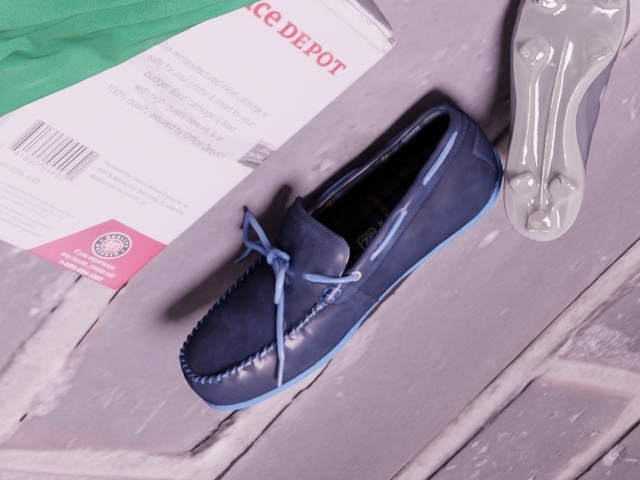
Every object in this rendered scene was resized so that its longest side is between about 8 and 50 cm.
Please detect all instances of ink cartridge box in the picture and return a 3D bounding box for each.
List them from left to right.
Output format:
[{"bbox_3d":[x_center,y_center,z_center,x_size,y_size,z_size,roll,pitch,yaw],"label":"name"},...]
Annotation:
[{"bbox_3d":[-0.093,-0.092,0.752,0.218,0.092,0.158,-39,145,15],"label":"ink cartridge box"}]

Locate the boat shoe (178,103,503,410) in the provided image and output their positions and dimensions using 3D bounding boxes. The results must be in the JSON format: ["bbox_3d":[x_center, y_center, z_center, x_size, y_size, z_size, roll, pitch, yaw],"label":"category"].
[{"bbox_3d":[0.000,0.000,0.955,0.258,0.109,0.089,-45,140,-8],"label":"boat shoe"}]

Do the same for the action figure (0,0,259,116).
[{"bbox_3d":[-0.061,-0.120,0.605,0.232,0.063,0.137,-18,172,5],"label":"action figure"}]

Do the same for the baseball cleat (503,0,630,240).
[{"bbox_3d":[0.154,-0.106,0.952,0.072,0.109,0.206,12,111,3],"label":"baseball cleat"}]
